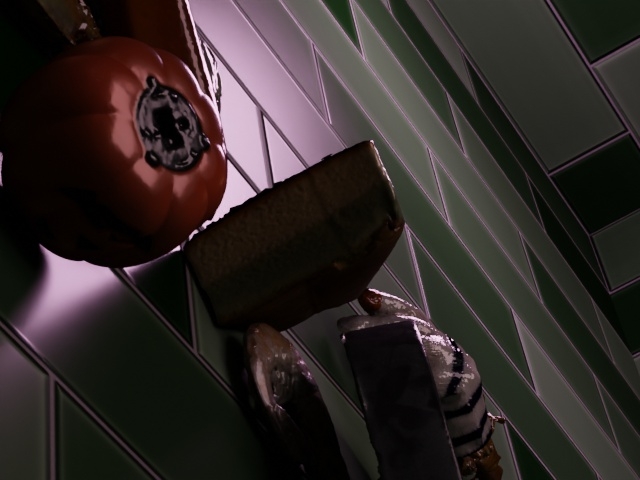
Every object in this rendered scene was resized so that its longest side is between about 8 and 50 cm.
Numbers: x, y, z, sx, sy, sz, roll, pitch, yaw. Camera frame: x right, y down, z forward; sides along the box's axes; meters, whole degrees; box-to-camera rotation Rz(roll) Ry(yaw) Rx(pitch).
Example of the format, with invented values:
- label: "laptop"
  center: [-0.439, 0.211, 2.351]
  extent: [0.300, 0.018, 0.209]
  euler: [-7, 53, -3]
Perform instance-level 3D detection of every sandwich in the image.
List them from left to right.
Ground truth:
- label: "sandwich"
  center: [0.000, 0.000, 1.874]
  extent: [0.108, 0.220, 0.186]
  euler: [63, 15, 13]

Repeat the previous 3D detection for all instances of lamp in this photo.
- label: "lamp"
  center: [-0.175, -0.068, 1.531]
  extent: [0.188, 0.164, 0.187]
  euler: [26, 55, -44]

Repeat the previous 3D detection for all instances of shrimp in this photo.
- label: "shrimp"
  center: [-0.273, -0.255, 1.752]
  extent: [0.267, 0.061, 0.145]
  euler: [51, 8, -26]
- label: "shrimp"
  center: [-0.022, 0.182, 1.805]
  extent: [0.223, 0.047, 0.126]
  euler: [65, 17, 8]

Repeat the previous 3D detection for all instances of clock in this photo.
- label: "clock"
  center: [0.109, 0.261, 1.829]
  extent: [0.386, 0.076, 0.386]
  euler: [-17, 90, -88]

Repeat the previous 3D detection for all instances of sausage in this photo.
- label: "sausage"
  center: [-0.163, -0.186, 1.838]
  extent: [0.097, 0.094, 0.348]
  euler: [-38, -115, 62]

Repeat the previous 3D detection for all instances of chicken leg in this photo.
- label: "chicken leg"
  center: [0.190, 0.248, 2.339]
  extent: [0.101, 0.085, 0.207]
  euler: [17, -28, 39]

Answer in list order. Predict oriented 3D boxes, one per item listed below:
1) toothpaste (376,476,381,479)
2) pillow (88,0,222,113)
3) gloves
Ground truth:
- label: "toothpaste"
  center: [0.054, 0.328, 1.752]
  extent: [0.299, 0.073, 0.114]
  euler: [-76, 156, -74]
- label: "pillow"
  center: [-0.178, -0.217, 2.002]
  extent: [0.255, 0.059, 0.169]
  euler: [46, 22, -45]
- label: "gloves"
  center: [0.113, 0.145, 2.187]
  extent: [0.140, 0.131, 0.218]
  euler: [-81, 149, -71]
